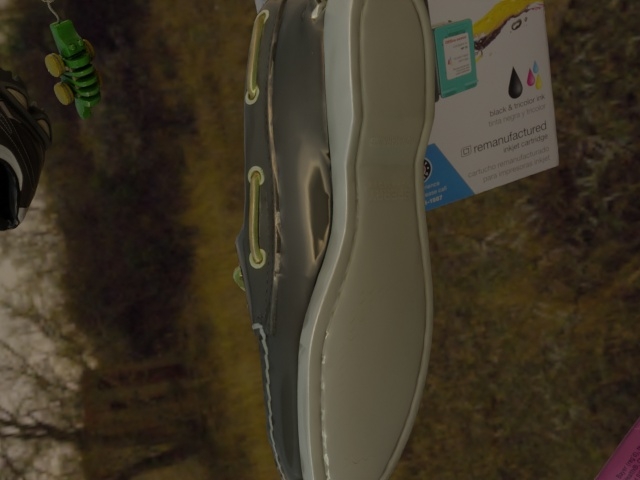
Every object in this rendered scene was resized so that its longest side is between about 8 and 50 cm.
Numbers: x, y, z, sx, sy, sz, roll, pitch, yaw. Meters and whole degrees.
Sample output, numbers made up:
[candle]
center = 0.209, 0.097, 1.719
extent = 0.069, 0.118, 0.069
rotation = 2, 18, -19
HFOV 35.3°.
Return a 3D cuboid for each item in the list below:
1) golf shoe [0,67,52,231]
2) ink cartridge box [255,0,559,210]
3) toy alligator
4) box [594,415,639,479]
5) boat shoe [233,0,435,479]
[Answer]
[golf shoe]
center = -0.223, -0.077, 0.560
extent = 0.198, 0.077, 0.093
rotation = 40, -147, -48
[ink cartridge box]
center = 0.071, -0.187, 0.919
extent = 0.197, 0.198, 0.270
rotation = 33, 138, 60
[toy alligator]
center = -0.302, -0.227, 1.233
extent = 0.051, 0.056, 0.189
rotation = 27, 139, 37
[box]
center = 0.316, 0.181, 0.757
extent = 0.117, 0.213, 0.243
rotation = 29, 156, 34
[boat shoe]
center = 0.003, 0.000, 0.581
extent = 0.091, 0.109, 0.304
rotation = 4, 91, 39
